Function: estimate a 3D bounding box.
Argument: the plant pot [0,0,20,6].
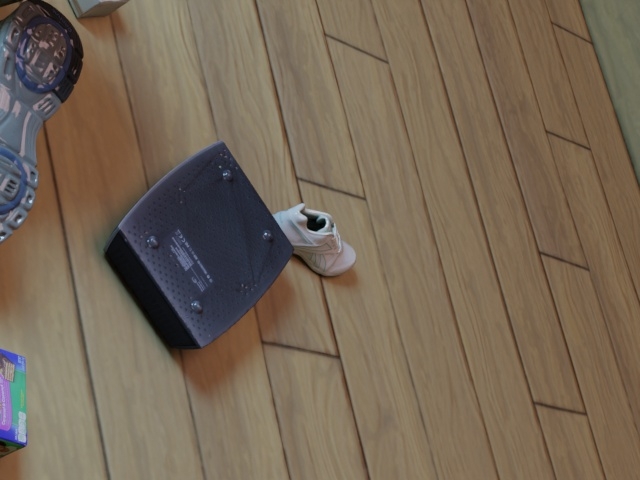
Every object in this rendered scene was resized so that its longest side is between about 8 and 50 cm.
[{"bbox_3d":[-0.327,-0.326,1.675,0.256,0.274,0.256,35,40,-37],"label":"plant pot"}]

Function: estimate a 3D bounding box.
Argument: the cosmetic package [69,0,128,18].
[{"bbox_3d":[-0.267,-0.310,1.972,0.060,0.041,0.115,-15,79,-58],"label":"cosmetic package"}]

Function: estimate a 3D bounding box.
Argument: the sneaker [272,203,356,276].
[{"bbox_3d":[0.000,0.000,2.098,0.152,0.061,0.053,26,44,-46],"label":"sneaker"}]

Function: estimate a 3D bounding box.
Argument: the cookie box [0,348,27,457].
[{"bbox_3d":[-0.314,0.135,1.559,0.107,0.040,0.091,26,47,-43],"label":"cookie box"}]

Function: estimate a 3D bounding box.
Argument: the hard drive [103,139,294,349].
[{"bbox_3d":[-0.132,0.006,1.907,0.172,0.054,0.254,56,32,-9],"label":"hard drive"}]

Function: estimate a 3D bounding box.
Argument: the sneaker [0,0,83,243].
[{"bbox_3d":[-0.326,-0.090,1.658,0.111,0.129,0.297,43,54,-31],"label":"sneaker"}]
